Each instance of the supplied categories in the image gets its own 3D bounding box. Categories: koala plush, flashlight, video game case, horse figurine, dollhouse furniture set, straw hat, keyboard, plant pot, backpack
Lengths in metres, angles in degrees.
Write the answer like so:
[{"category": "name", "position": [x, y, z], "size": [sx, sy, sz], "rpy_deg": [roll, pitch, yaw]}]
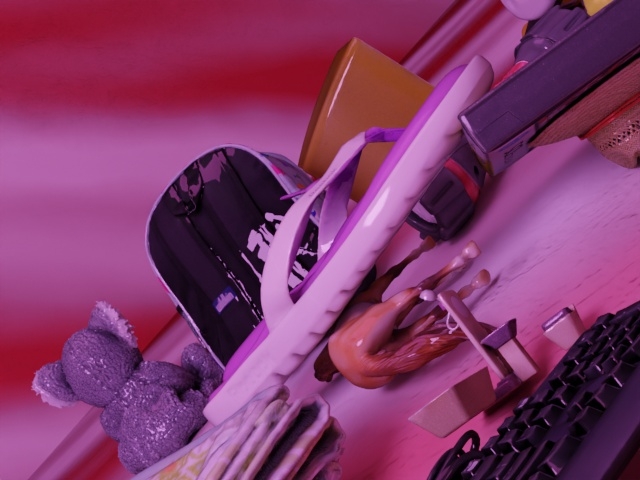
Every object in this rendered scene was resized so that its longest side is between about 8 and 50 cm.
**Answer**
[{"category": "koala plush", "position": [-0.274, 0.202, 1.180], "size": [0.196, 0.221, 0.203], "rpy_deg": [-45, 9, 7]}, {"category": "flashlight", "position": [0.191, -0.136, 0.913], "size": [0.304, 0.103, 0.103], "rpy_deg": [-48, 35, -13]}, {"category": "video game case", "position": [0.231, -0.147, 0.633], "size": [0.275, 0.035, 0.248], "rpy_deg": [-36, -7, 11]}, {"category": "horse figurine", "position": [0.061, 0.070, 0.711], "size": [0.174, 0.066, 0.263], "rpy_deg": [-41, 6, -2]}, {"category": "dollhouse furniture set", "position": [0.085, 0.053, 0.480], "size": [0.091, 0.081, 0.114], "rpy_deg": [-43, -17, 24]}, {"category": "straw hat", "position": [0.230, -0.088, 0.627], "size": [0.144, 0.061, 0.144], "rpy_deg": [-34, -6, -4]}, {"category": "keyboard", "position": [0.041, 0.139, 0.346], "size": [0.317, 0.033, 0.201], "rpy_deg": [-41, -11, -28]}, {"category": "plant pot", "position": [0.077, -0.147, 1.209], "size": [0.187, 0.212, 0.212], "rpy_deg": [-58, 8, 4]}, {"category": "backpack", "position": [-0.077, 0.013, 1.011], "size": [0.225, 0.253, 0.191], "rpy_deg": [-45, -11, 17]}]

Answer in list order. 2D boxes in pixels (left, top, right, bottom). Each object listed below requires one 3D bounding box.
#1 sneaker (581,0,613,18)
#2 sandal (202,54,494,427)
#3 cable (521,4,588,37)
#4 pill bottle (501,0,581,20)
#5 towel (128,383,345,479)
[{"category": "sneaker", "position": [0.333, -0.321, 0.840], "size": [0.121, 0.111, 0.300], "rpy_deg": [-45, 31, 47]}, {"category": "sandal", "position": [-0.003, 0.003, 0.728], "size": [0.416, 0.102, 0.169], "rpy_deg": [-55, -2, 17]}, {"category": "cable", "position": [0.294, -0.225, 1.063], "size": [0.139, 0.072, 0.287], "rpy_deg": [-13, 43, 44]}, {"category": "pill bottle", "position": [0.319, -0.350, 1.001], "size": [0.208, 0.119, 0.119], "rpy_deg": [-23, 2, -17]}, {"category": "towel", "position": [-0.155, 0.278, 0.550], "size": [0.374, 0.090, 0.320], "rpy_deg": [-41, 9, 32]}]
